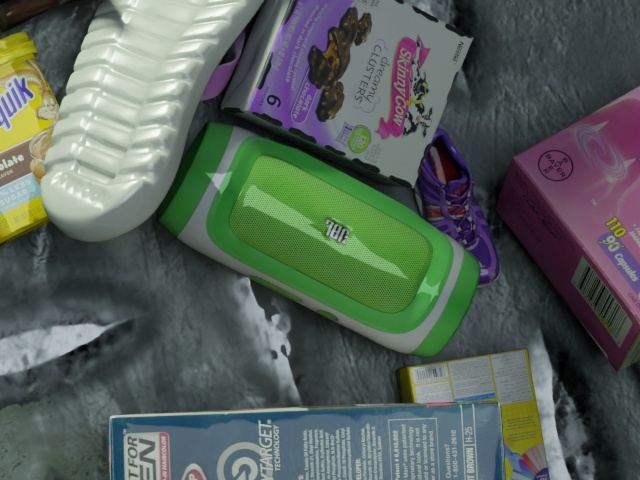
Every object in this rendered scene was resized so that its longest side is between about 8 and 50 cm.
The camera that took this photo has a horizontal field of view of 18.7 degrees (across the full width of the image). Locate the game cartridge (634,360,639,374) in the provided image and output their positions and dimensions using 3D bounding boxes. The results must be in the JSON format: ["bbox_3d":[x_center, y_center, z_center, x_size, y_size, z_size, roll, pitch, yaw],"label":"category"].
[{"bbox_3d":[0.462,0.160,1.995,0.230,0.068,0.355,-27,90,-21],"label":"game cartridge"}]

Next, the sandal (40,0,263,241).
[{"bbox_3d":[-0.146,-0.157,1.837,0.169,0.102,0.416,7,55,29],"label":"sandal"}]

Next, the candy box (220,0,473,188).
[{"bbox_3d":[0.027,-0.162,1.874,0.196,0.070,0.165,24,84,-26],"label":"candy box"}]

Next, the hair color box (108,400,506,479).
[{"bbox_3d":[-0.017,0.204,1.773,0.347,0.174,0.105,-2,83,-5],"label":"hair color box"}]

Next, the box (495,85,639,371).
[{"bbox_3d":[0.337,-0.030,1.924,0.243,0.117,0.213,-28,69,-17],"label":"box"}]

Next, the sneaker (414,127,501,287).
[{"bbox_3d":[0.130,-0.032,1.927,0.068,0.071,0.170,-25,90,-16],"label":"sneaker"}]

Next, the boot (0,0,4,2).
[{"bbox_3d":[-0.305,-0.340,1.843,0.246,0.094,0.207,-27,93,-23],"label":"boot"}]

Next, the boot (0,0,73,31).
[{"bbox_3d":[-0.256,-0.230,1.834,0.114,0.106,0.037,-22,92,-15],"label":"boot"}]

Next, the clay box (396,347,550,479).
[{"bbox_3d":[0.156,0.224,1.906,0.127,0.053,0.222,-7,85,-14],"label":"clay box"}]

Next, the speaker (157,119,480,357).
[{"bbox_3d":[0.000,0.000,1.861,0.296,0.131,0.131,27,76,-9],"label":"speaker"}]

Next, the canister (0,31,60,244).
[{"bbox_3d":[-0.294,-0.093,1.824,0.126,0.073,0.170,-27,91,-17],"label":"canister"}]
